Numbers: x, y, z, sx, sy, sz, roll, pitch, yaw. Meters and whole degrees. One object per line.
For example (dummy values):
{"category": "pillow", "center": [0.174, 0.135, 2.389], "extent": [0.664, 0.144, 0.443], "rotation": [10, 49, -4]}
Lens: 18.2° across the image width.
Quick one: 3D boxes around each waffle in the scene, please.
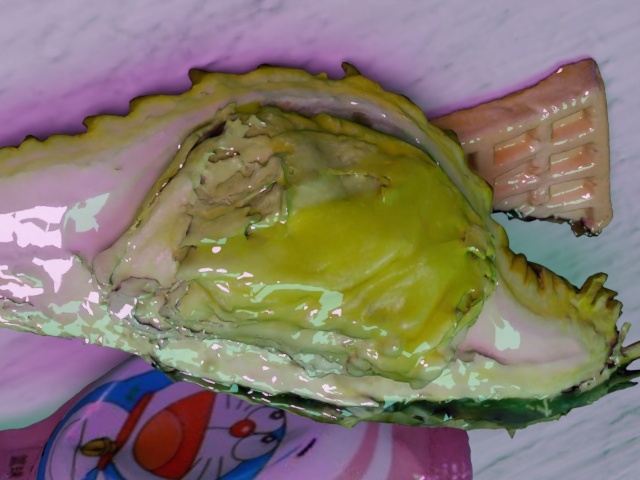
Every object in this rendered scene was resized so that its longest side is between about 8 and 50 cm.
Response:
{"category": "waffle", "center": [0.055, -0.019, 0.861], "extent": [0.152, 0.023, 0.097], "rotation": [-18, 138, -11]}

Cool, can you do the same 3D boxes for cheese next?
{"category": "cheese", "center": [-0.080, 0.102, 0.811], "extent": [0.286, 0.189, 0.074], "rotation": [-8, 125, 7]}

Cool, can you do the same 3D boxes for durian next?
{"category": "durian", "center": [-0.002, 0.003, 0.763], "extent": [0.375, 0.132, 0.107], "rotation": [11, 125, -13]}
